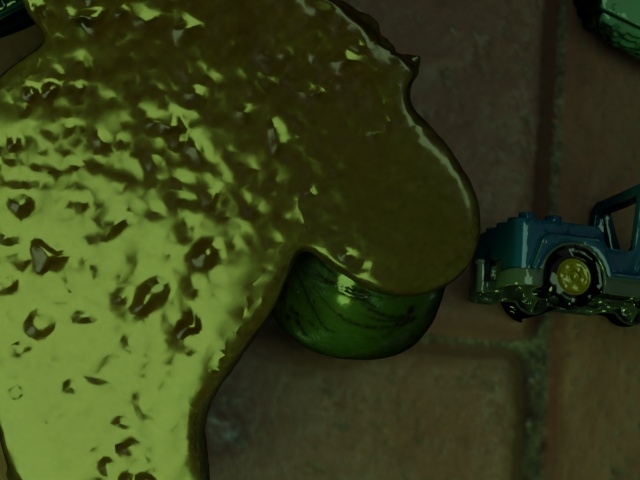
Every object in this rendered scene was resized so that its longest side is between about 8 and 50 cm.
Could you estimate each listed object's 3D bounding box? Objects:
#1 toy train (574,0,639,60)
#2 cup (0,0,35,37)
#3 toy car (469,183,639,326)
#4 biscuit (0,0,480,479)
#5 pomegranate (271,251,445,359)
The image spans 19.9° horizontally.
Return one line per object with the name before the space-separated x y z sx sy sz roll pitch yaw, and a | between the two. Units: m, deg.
toy train | 0.277 -0.182 1.427 0.172 0.070 0.099 23 86 -12
cup | -0.213 -0.224 1.258 0.150 0.113 0.138 -26 91 -17
toy car | 0.204 0.011 1.356 0.191 0.097 0.100 7 78 -16
biscuit | -0.113 -0.014 1.197 0.368 0.076 0.394 36 99 -1
pomegranate | 0.000 0.000 1.281 0.191 0.131 0.152 17 82 -6
